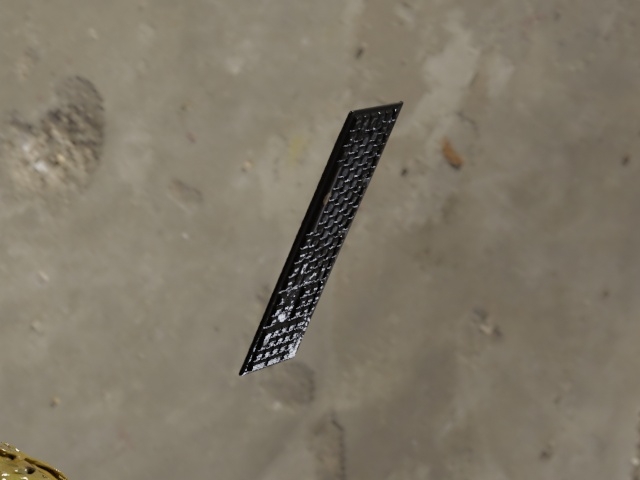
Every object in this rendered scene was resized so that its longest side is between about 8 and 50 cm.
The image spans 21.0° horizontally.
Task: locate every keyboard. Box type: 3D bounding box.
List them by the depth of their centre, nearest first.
[{"bbox_3d":[0.000,0.000,1.098,0.063,0.010,0.198,-18,137,-55],"label":"keyboard"}]

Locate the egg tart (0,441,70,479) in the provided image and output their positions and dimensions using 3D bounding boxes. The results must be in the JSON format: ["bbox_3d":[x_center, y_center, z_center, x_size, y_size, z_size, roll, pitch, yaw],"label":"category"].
[{"bbox_3d":[-0.147,0.253,0.882,0.341,0.129,0.341,30,51,-45],"label":"egg tart"}]
